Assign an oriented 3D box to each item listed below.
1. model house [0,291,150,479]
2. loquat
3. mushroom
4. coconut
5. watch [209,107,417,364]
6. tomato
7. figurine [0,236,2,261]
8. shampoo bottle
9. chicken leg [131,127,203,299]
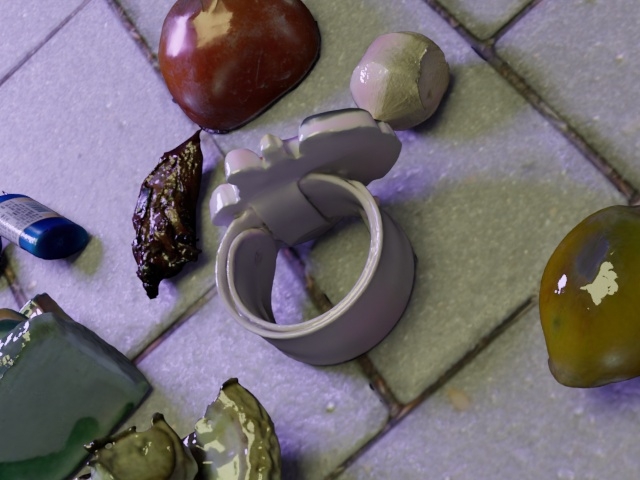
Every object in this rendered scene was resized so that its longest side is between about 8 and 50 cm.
[{"bbox_3d":[-0.416,0.156,1.766,0.267,0.194,0.325,-47,42,1],"label":"model house"},{"bbox_3d":[0.280,0.054,1.347,0.152,0.152,0.195,23,85,43],"label":"loquat"},{"bbox_3d":[-0.164,0.280,1.492,0.164,0.267,0.189,58,147,15],"label":"mushroom"},{"bbox_3d":[0.091,-0.180,1.668,0.110,0.110,0.124,6,58,39],"label":"coconut"},{"bbox_3d":[0.000,0.000,1.563,0.244,0.196,0.231,-26,56,16],"label":"watch"},{"bbox_3d":[-0.123,-0.261,1.851,0.214,0.155,0.181,-43,49,3],"label":"tomato"},{"bbox_3d":[-0.506,0.024,1.996,0.136,0.079,0.077,-12,96,25],"label":"figurine"},{"bbox_3d":[-0.401,-0.024,1.947,0.183,0.087,0.050,26,121,44],"label":"shampoo bottle"},{"bbox_3d":[-0.191,-0.033,1.806,0.105,0.063,0.234,-15,52,22],"label":"chicken leg"}]
